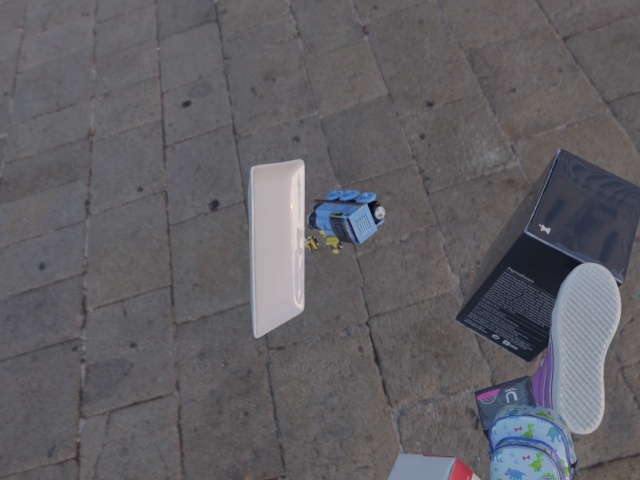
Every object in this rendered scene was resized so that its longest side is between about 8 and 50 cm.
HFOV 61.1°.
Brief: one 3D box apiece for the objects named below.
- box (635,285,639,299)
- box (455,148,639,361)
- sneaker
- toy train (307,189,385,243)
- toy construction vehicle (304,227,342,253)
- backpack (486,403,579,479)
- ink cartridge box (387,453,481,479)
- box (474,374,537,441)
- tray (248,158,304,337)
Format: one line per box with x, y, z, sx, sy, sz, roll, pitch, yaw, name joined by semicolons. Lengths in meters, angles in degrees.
0.904;0.148;1.201;0.321;0.232;0.059;26;77;21;box
0.523;0.046;1.269;0.211;0.396;0.294;29;56;11;box
0.427;0.183;0.949;0.102;0.161;0.282;15;79;6;sneaker
0.046;-0.050;1.098;0.105;0.080;0.184;-36;27;-29;toy train
0.000;0.000;1.353;0.085;0.098;0.035;-7;43;23;toy construction vehicle
0.256;0.265;0.660;0.104;0.084;0.115;-6;89;30;backpack
0.348;0.700;1.412;0.226;0.306;0.131;-29;19;51;ink cartridge box
0.562;0.531;1.510;0.165;0.270;0.143;-24;28;19;box
-0.075;0.008;0.880;0.030;0.145;0.271;9;106;31;tray
